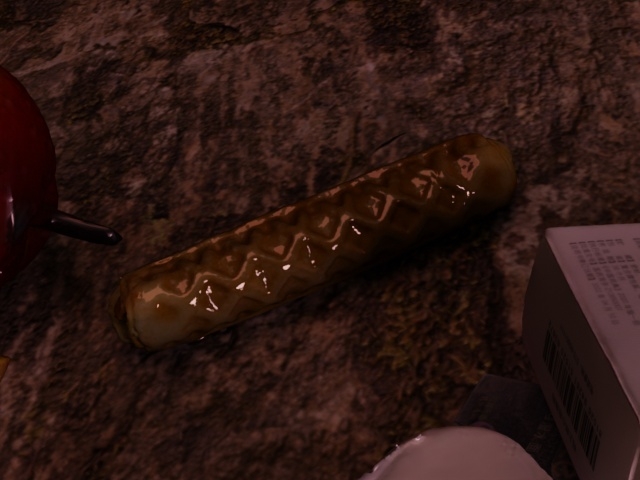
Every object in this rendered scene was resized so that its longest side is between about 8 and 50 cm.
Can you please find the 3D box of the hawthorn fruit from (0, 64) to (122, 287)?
[{"bbox_3d":[-0.349,-0.038,1.061,0.368,0.285,0.285,13,39,-3],"label":"hawthorn fruit"}]

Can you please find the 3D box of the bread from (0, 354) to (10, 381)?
[{"bbox_3d":[-0.316,0.207,0.718,0.138,0.077,0.361,17,79,39],"label":"bread"}]

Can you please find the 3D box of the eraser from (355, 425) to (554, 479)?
[{"bbox_3d":[0.043,0.276,0.600,0.331,0.150,0.331,-7,37,5],"label":"eraser"}]

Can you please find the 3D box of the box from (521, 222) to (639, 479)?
[{"bbox_3d":[0.295,0.080,0.754,0.299,0.106,0.200,-2,36,-9],"label":"box"}]

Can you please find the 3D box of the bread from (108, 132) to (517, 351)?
[{"bbox_3d":[-0.001,-0.001,1.031,0.367,0.084,0.077,-21,77,-12],"label":"bread"}]

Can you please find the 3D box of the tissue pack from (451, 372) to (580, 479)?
[{"bbox_3d":[0.158,0.148,0.806,0.156,0.051,0.112,10,38,29],"label":"tissue pack"}]
